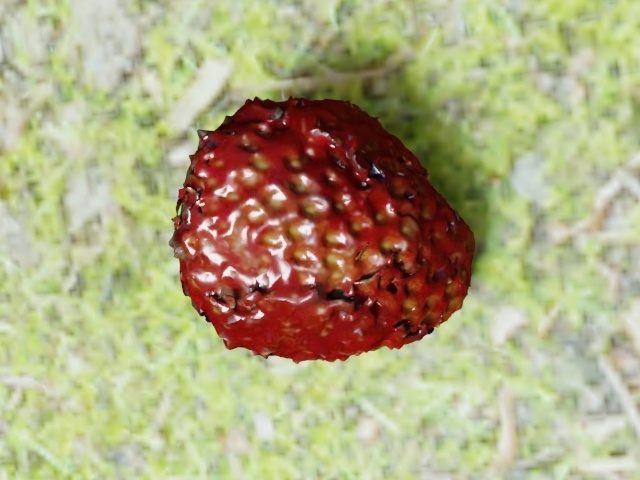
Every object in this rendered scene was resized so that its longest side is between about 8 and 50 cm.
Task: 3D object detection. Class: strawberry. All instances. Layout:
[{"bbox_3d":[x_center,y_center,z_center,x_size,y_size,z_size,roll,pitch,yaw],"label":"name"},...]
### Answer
[{"bbox_3d":[0.000,0.000,0.420,0.096,0.083,0.083,12,104,-14],"label":"strawberry"}]
